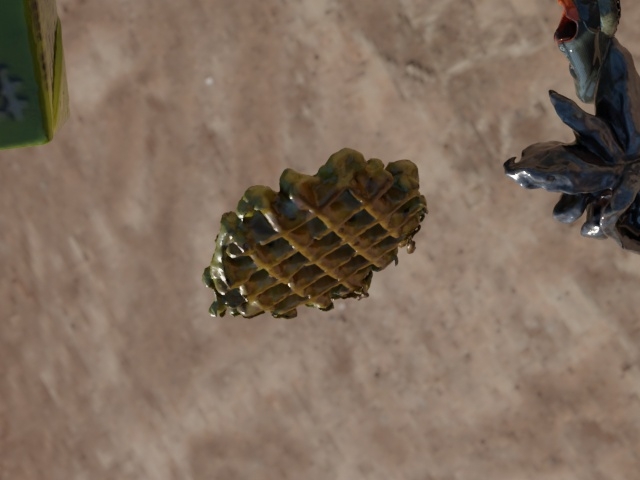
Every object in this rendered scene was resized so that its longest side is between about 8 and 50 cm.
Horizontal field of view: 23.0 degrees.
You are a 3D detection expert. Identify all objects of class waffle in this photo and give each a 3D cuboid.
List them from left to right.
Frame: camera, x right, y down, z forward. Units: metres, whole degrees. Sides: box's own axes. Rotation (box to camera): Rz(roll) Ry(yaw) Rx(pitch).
[{"bbox_3d":[0.000,0.000,1.998,0.068,0.302,0.325,65,147,28],"label":"waffle"}]

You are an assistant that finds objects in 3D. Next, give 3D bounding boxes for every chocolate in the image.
[{"bbox_3d":[-0.406,-0.214,1.532,0.137,0.300,0.289,-109,14,-62],"label":"chocolate"}]

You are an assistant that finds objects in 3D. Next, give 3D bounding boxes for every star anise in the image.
[{"bbox_3d":[0.407,-0.103,2.018,0.139,0.359,0.316,-133,36,-54],"label":"star anise"}]

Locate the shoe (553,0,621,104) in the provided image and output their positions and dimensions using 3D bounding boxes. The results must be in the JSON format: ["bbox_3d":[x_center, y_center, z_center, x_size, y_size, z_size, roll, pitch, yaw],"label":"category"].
[{"bbox_3d":[0.341,-0.256,2.058,0.194,0.077,0.074,89,167,-47],"label":"shoe"}]
